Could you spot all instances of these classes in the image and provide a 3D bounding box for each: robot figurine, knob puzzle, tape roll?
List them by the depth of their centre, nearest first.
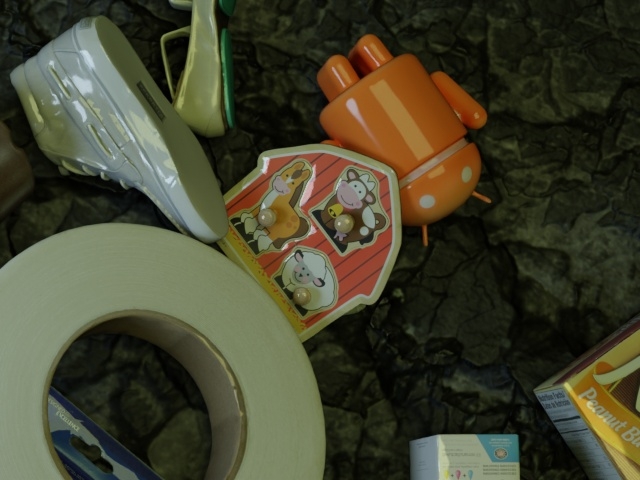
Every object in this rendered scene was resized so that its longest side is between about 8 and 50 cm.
[{"bbox_3d":[-0.177,0.175,1.463,0.392,0.072,0.392,12,65,-27],"label":"tape roll"},{"bbox_3d":[-0.002,-0.013,1.572,0.213,0.030,0.213,2,99,11],"label":"knob puzzle"},{"bbox_3d":[0.086,-0.109,1.620,0.219,0.128,0.158,56,37,0],"label":"robot figurine"}]

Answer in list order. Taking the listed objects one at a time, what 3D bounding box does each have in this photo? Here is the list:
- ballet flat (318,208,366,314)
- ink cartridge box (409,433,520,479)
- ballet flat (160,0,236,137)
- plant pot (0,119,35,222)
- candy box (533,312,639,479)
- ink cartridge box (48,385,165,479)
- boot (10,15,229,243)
[{"bbox_3d":[0.000,0.000,1.613,0.052,0.057,0.168,-22,83,4],"label":"ballet flat"},{"bbox_3d":[0.149,0.273,1.579,0.092,0.090,0.143,2,78,-16],"label":"ink cartridge box"},{"bbox_3d":[-0.127,-0.231,1.614,0.086,0.086,0.248,6,78,-15],"label":"ballet flat"},{"bbox_3d":[-0.373,-0.048,1.463,0.165,0.167,0.167,-42,92,-27],"label":"plant pot"},{"bbox_3d":[0.395,0.240,1.659,0.183,0.087,0.316,-32,88,-20],"label":"candy box"},{"bbox_3d":[-0.301,0.308,1.457,0.165,0.065,0.333,39,70,-5],"label":"ink cartridge box"},{"bbox_3d":[-0.204,-0.091,1.556,0.123,0.095,0.258,-28,99,20],"label":"boot"}]
